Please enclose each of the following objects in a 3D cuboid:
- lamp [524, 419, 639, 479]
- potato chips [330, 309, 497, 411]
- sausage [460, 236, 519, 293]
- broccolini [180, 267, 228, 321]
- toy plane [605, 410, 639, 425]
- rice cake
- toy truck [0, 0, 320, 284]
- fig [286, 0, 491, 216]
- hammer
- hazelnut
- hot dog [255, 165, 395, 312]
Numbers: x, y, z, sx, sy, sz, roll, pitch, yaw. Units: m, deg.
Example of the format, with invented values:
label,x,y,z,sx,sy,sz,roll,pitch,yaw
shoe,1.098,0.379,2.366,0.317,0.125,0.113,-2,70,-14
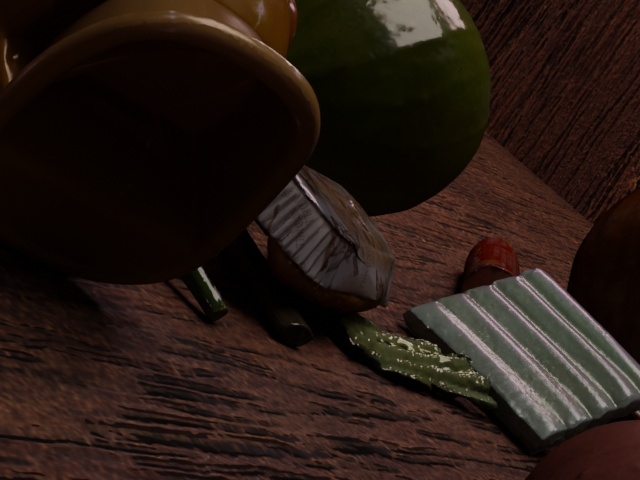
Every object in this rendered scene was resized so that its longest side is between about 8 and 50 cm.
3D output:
label,x,y,z,sx,sy,sz,roll,pitch,yaw
lamp,0.260,0.229,0.910,0.305,0.240,0.305,36,14,-10
potato chips,0.083,0.104,1.347,0.207,0.028,0.092,21,23,-40
sausage,0.211,0.043,1.822,0.074,0.074,0.274,38,12,1
broccolini,-0.148,-0.026,1.146,0.239,0.051,0.054,45,-30,21
toy plane,0.330,0.201,1.535,0.326,0.104,0.223,33,12,-4
rice cake,0.211,0.112,1.462,0.189,0.037,0.198,-16,50,-27
toy truck,-0.137,-0.108,0.991,0.204,0.288,0.212,31,39,-35
fig,0.018,-0.164,1.596,0.316,0.316,0.316,36,13,-9
hammer,-0.090,-0.023,1.313,0.111,0.043,0.365,29,17,-40
hazelnut,0.499,0.112,1.848,0.409,0.359,0.359,50,17,28
hot dog,0.000,0.000,1.273,0.144,0.075,0.268,57,8,18
